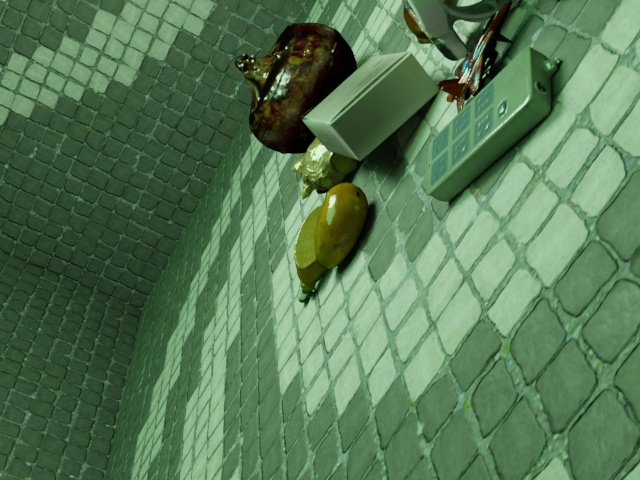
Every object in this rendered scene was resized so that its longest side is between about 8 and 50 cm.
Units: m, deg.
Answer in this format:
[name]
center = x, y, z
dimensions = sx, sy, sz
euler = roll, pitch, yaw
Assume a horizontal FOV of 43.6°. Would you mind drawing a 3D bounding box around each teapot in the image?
[teapot]
center = 0.220, -0.462, 1.620
dimensions = 0.098, 0.078, 0.129
euler = 2, 77, 29

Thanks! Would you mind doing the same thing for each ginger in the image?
[ginger]
center = 0.017, -0.182, 1.752
dimensions = 0.216, 0.102, 0.157
euler = -55, 32, -2

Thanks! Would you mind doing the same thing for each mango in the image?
[mango]
center = 0.035, -0.029, 1.519
dimensions = 0.115, 0.089, 0.165
euler = -18, 52, 70

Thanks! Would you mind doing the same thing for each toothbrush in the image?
[toothbrush]
center = -0.007, 0.007, 1.708
dimensions = 0.028, 0.026, 0.294
euler = 113, 173, -60

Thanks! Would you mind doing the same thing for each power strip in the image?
[power strip]
center = 0.240, -0.163, 1.160
dimensions = 0.270, 0.046, 0.118
euler = -45, 25, 47

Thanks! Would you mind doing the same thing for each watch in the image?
[watch]
center = 0.242, -0.449, 1.338
dimensions = 0.231, 0.244, 0.196
euler = -38, 25, 10

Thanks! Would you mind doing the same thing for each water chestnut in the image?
[water chestnut]
center = -0.069, -0.390, 1.985
dimensions = 0.350, 0.302, 0.350
euler = -158, 90, -77

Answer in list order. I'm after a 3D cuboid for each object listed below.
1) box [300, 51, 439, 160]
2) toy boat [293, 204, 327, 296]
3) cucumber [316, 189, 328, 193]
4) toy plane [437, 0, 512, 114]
[box]
center = 0.088, -0.266, 1.563
dimensions = 0.203, 0.106, 0.251
euler = -41, 16, -4
[toy boat]
center = 0.000, 0.000, 1.630
dimensions = 0.088, 0.089, 0.229
euler = 58, -133, -62
[cucumber]
center = 0.013, -0.151, 1.838
dimensions = 0.048, 0.048, 0.105
euler = -38, 34, 57
[toy plane]
center = 0.258, -0.292, 1.268
dimensions = 0.189, 0.061, 0.130
euler = -54, 18, 19
